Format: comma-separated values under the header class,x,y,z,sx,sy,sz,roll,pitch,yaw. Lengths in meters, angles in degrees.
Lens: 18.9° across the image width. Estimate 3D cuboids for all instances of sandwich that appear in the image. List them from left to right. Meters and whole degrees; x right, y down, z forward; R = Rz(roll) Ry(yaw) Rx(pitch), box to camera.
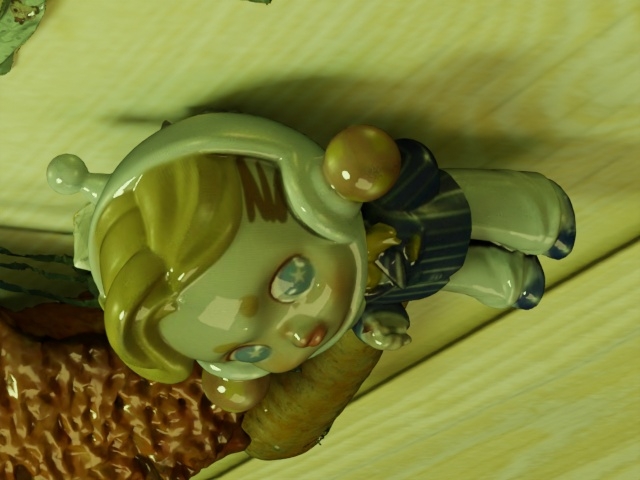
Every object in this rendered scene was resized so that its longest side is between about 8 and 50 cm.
class,x,y,z,sx,sy,sz,roll,pitch,yaw
sandwich,-0.183,0.101,1.194,0.301,0.250,0.162,-5,-156,-28

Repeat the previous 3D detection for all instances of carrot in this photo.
class,x,y,z,sx,sy,sz,roll,pitch,yaw
carrot,0.010,0.070,1.274,0.078,0.078,0.298,2,153,-21

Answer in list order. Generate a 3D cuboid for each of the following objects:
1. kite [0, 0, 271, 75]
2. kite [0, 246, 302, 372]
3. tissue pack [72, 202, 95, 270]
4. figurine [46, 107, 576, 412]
class,x,y,z,sx,sy,sz,roll,pitch,yaw
kite,-0.117,-0.122,0.817,0.229,0.012,0.250,8,156,-23
kite,-0.126,0.024,1.092,0.245,0.015,0.141,11,-163,-24
tissue pack,-0.090,-0.004,1.084,0.083,0.042,0.062,11,152,-37
figurine,0.007,-0.007,1.007,0.274,0.133,0.194,-17,146,-16
